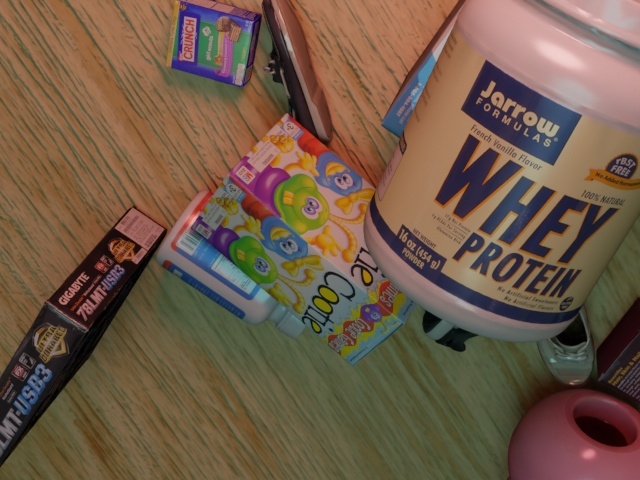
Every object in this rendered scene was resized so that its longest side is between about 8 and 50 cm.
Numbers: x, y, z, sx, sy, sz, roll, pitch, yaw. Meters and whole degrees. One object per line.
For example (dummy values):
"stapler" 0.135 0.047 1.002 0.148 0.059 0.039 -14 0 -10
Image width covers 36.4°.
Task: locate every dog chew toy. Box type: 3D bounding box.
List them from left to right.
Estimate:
"dog chew toy" 0.342 0.365 1.346 0.206 0.207 0.332 15 125 7

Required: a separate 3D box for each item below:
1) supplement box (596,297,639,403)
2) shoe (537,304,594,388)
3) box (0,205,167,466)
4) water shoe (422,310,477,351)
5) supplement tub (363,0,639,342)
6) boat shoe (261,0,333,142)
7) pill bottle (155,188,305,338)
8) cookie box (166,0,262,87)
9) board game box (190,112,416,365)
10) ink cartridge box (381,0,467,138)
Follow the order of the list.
"supplement box" 0.472 0.174 1.283 0.188 0.081 0.104 30 118 -1
"shoe" 0.320 0.111 1.303 0.076 0.058 0.219 -10 112 18
"box" -0.348 0.130 1.341 0.073 0.293 0.296 35 118 -3
"water shoe" 0.228 0.074 1.313 0.080 0.073 0.203 33 125 -24
"supplement tub" 0.202 -0.094 0.914 0.235 0.235 0.325 25 117 1
"boat shoe" -0.044 -0.212 1.233 0.064 0.075 0.206 -12 116 18
"pill bottle" -0.103 0.038 1.335 0.221 0.124 0.124 35 117 -4
"cookie box" -0.138 -0.257 1.253 0.107 0.040 0.092 16 118 7
"board game box" 0.000 0.000 1.240 0.275 0.144 0.142 40 141 -2
"ink cartridge box" 0.245 -0.159 1.118 0.270 0.197 0.198 34 117 -3
